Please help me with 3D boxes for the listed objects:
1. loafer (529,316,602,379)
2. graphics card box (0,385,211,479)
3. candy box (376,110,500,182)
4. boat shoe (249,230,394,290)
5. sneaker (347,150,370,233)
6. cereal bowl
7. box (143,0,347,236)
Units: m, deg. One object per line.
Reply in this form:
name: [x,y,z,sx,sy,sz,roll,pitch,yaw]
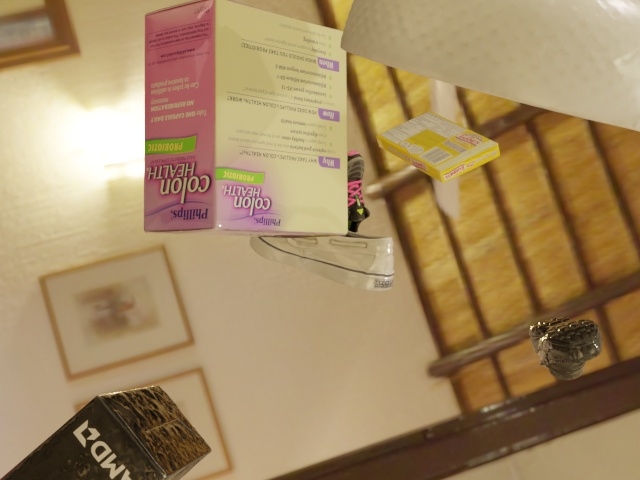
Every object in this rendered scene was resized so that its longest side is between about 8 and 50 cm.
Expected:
loafer: [0.336,0.149,1.420,0.223,0.076,0.078,113,-40,-88]
graphics card box: [-0.274,0.279,0.907,0.094,0.371,0.233,50,0,7]
candy box: [0.178,-0.148,1.627,0.206,0.105,0.027,40,-29,58]
boat shoe: [0.000,0.000,1.530,0.267,0.096,0.088,20,-73,46]
sneaker: [0.052,-0.067,1.756,0.075,0.063,0.170,41,-50,40]
cereal bowl: [0.197,-0.203,0.985,0.339,0.339,0.141,39,-65,62]
box: [-0.080,-0.126,1.179,0.117,0.214,0.243,-3,-92,41]
